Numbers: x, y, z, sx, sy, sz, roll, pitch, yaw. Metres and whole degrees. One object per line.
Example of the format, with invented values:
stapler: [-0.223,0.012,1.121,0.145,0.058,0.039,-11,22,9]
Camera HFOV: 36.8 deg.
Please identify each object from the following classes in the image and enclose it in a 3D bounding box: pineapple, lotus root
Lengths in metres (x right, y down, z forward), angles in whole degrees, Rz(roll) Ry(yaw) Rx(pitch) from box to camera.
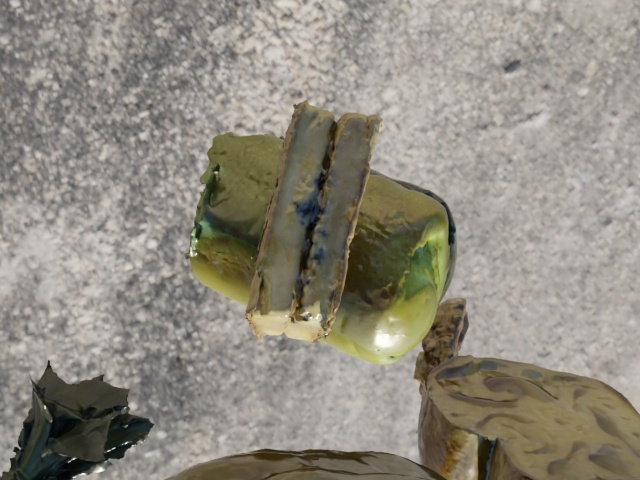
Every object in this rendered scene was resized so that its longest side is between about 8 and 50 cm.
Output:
pineapple: [-0.268,0.236,0.828,0.119,0.130,0.277,29,101,-43]
lotus root: [0.165,0.211,0.789,0.199,0.188,0.180,12,111,-6]

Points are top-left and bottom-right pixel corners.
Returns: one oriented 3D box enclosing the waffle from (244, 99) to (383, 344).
waffle: [-0.016,-0.001,1.004,0.091,0.213,0.308,13,170,-1]

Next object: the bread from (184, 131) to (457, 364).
bread: [0.000,0.000,1.306,0.251,0.376,0.208,-64,160,-4]

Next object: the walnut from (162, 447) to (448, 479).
walnut: [-0.004,0.229,0.531,0.283,0.227,0.283,-10,132,-11]

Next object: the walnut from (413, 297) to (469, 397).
walnut: [0.186,0.174,1.487,0.069,0.170,0.143,12,151,9]
